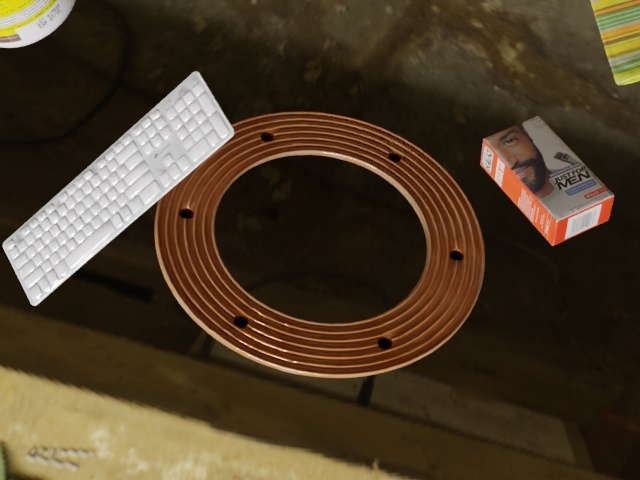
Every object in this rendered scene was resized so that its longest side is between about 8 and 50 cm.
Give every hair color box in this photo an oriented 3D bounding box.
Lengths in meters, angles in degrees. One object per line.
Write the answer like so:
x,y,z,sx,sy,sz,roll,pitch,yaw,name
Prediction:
0.293,-0.080,1.655,0.093,0.167,0.053,-24,143,-18,hair color box

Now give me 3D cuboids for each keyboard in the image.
-0.183,-0.043,1.127,0.256,0.014,0.072,-39,62,19,keyboard

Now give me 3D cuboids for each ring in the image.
0.000,0.000,1.287,0.336,0.337,0.032,12,142,-2,ring

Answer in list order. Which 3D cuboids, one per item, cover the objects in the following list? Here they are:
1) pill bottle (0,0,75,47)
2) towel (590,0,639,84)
-0.317,-0.285,1.169,0.117,0.215,0.117,-8,58,13,pill bottle
0.266,-0.256,1.077,0.102,0.021,0.237,-17,84,8,towel
